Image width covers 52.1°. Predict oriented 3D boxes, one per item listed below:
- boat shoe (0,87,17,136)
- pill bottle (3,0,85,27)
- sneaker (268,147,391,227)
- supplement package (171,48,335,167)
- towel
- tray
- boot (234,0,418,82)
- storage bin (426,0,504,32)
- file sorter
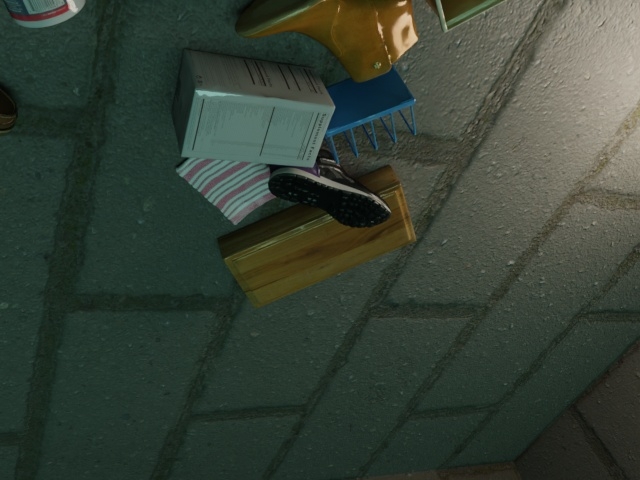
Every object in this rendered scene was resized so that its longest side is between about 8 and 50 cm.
[{"bbox_3d":[-0.569,-0.259,0.940,0.104,0.110,0.307,-40,136,20],"label":"boat shoe"},{"bbox_3d":[-0.399,-0.391,0.878,0.108,0.107,0.180,-16,138,-6],"label":"pill bottle"},{"bbox_3d":[0.030,-0.124,1.314,0.283,0.124,0.107,22,143,-31],"label":"sneaker"},{"bbox_3d":[-0.121,-0.227,1.145,0.244,0.133,0.139,2,133,-24],"label":"supplement package"},{"bbox_3d":[-0.173,-0.122,1.312,0.144,0.029,0.197,-33,137,11],"label":"towel"},{"bbox_3d":[0.000,0.000,1.480,0.411,0.076,0.202,-24,138,1],"label":"tray"},{"bbox_3d":[0.024,-0.345,1.107,0.295,0.104,0.211,-27,138,-1],"label":"boot"},{"bbox_3d":[0.257,-0.515,1.014,0.261,0.123,0.262,-27,138,5],"label":"storage bin"},{"bbox_3d":[0.082,-0.234,1.238,0.171,0.118,0.104,-21,141,-1],"label":"file sorter"}]
